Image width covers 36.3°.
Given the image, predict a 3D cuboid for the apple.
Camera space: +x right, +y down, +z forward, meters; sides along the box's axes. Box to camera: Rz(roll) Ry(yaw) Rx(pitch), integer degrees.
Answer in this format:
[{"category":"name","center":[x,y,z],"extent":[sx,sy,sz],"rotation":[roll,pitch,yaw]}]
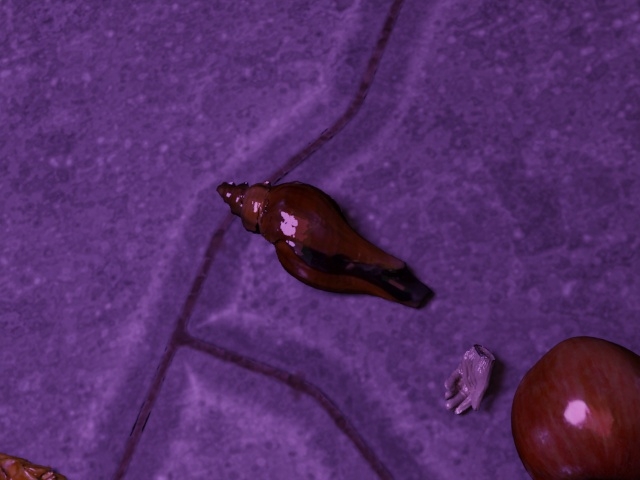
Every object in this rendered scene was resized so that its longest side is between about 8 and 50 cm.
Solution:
[{"category":"apple","center":[0.239,0.157,0.848],"extent":[0.146,0.146,0.131],"rotation":[-14,52,10]}]

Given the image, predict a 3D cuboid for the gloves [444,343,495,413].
[{"category":"gloves","center":[0.147,0.131,0.931],"extent":[0.081,0.037,0.044],"rotation":[-52,44,7]}]

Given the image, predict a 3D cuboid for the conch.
[{"category":"conch","center":[-0.004,0.001,0.981],"extent":[0.233,0.080,0.086],"rotation":[43,96,19]}]

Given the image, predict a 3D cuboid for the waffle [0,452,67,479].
[{"category":"waffle","center":[-0.329,0.296,0.995],"extent":[0.194,0.051,0.149],"rotation":[11,76,16]}]
